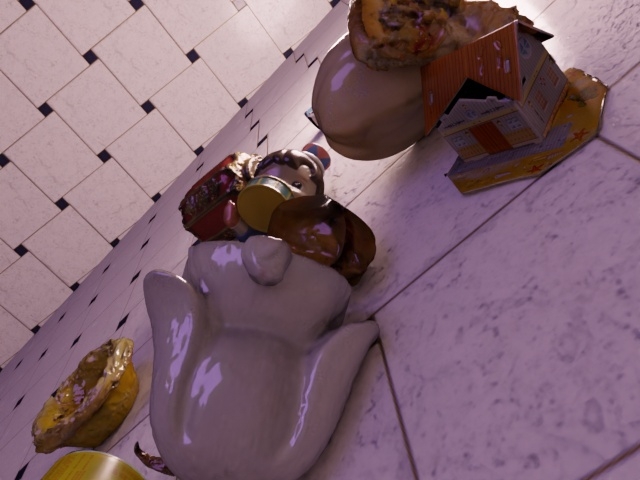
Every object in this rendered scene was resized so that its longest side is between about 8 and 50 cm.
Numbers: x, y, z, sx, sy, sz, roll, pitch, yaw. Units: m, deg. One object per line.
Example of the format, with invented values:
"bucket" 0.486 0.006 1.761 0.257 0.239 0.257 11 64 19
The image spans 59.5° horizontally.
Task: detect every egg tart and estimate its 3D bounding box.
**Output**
"egg tart" -0.470 0.327 1.166 0.288 0.118 0.288 -41 21 20

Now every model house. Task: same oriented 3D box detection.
"model house" 0.222 -0.185 0.692 0.219 0.136 0.207 -10 42 57

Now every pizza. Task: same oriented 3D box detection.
"pizza" 0.155 -0.308 0.801 0.251 0.288 0.074 -47 -21 -32

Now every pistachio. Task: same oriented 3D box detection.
"pistachio" 0.126 -0.266 0.923 0.332 0.207 0.226 -40 26 -25

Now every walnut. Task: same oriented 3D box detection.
"walnut" 0.000 0.000 0.805 0.137 0.137 0.245 -53 30 -10

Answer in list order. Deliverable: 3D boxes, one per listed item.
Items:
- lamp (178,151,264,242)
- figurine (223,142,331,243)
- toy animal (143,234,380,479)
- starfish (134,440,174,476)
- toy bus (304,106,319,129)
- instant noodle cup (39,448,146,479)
"lamp" -0.219 -0.099 1.342 0.274 0.177 0.177 -28 30 36
"figurine" -0.067 -0.089 1.041 0.275 0.161 0.158 -71 -7 -53
"toy animal" -0.084 0.144 0.621 0.206 0.272 0.264 119 167 -64
"starfish" -0.190 0.276 0.783 0.146 0.074 0.190 -46 22 3
"toy bus" 0.023 -0.335 1.412 0.123 0.060 0.075 -41 26 12
"instant noodle cup" -0.322 0.400 0.689 0.215 0.215 0.236 -39 15 23
